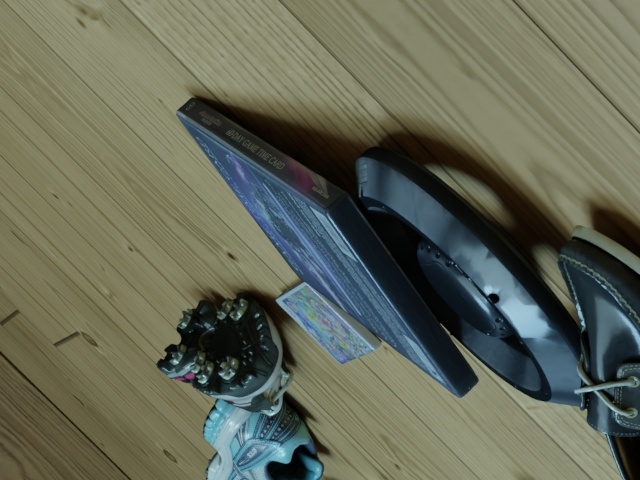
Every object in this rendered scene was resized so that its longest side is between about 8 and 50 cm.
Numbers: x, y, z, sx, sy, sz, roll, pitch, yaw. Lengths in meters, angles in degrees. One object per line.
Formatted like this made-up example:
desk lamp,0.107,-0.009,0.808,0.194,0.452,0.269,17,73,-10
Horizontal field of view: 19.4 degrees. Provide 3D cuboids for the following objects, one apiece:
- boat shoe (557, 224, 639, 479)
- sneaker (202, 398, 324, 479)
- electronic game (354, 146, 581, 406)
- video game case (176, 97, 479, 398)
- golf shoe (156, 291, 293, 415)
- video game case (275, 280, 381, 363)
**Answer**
boat shoe,0.197,0.085,1.160,0.084,0.079,0.233,28,156,46
sneaker,-0.059,0.257,2.125,0.122,0.110,0.283,34,162,18
electronic game,0.105,0.026,1.273,0.229,0.048,0.229,45,170,10
video game case,0.000,0.000,1.426,0.196,0.026,0.274,54,171,-31
golf shoe,-0.070,0.120,1.870,0.120,0.105,0.273,31,173,-15
video game case,0.006,0.073,1.688,0.087,0.011,0.122,44,164,-3
